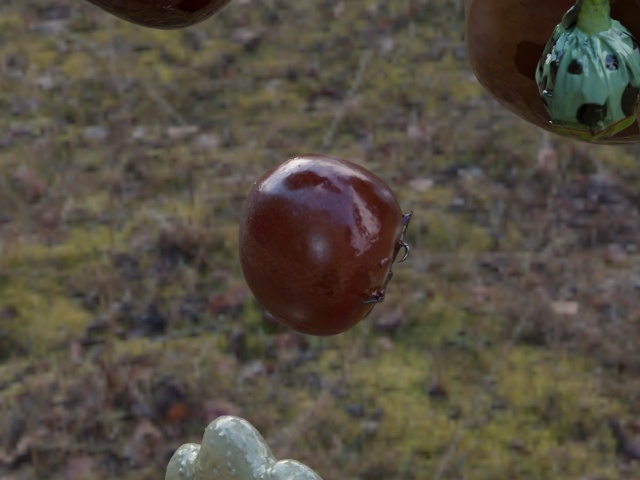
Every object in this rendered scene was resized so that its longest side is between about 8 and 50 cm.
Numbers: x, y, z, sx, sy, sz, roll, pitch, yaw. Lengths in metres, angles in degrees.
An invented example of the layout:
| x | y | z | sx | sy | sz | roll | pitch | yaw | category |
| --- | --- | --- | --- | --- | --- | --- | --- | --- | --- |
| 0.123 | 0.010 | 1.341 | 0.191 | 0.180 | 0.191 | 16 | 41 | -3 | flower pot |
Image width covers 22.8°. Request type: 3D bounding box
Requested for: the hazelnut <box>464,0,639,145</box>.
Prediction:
| x | y | z | sx | sy | sz | roll | pitch | yaw | category |
| --- | --- | --- | --- | --- | --- | --- | --- | --- | --- |
| 0.300 | -0.249 | 1.443 | 0.372 | 0.315 | 0.372 | -20 | 41 | 19 | hazelnut |

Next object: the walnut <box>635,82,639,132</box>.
| x | y | z | sx | sy | sz | roll | pitch | yaw | category |
| --- | --- | --- | --- | --- | --- | --- | --- | --- | --- |
| 0.247 | -0.101 | 0.750 | 0.221 | 0.269 | 0.244 | -1 | 32 | -37 | walnut |

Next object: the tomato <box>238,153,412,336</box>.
| x | y | z | sx | sy | sz | roll | pitch | yaw | category |
| --- | --- | --- | --- | --- | --- | --- | --- | --- | --- |
| 0.000 | 0.000 | 1.416 | 0.167 | 0.167 | 0.167 | -3 | 27 | 1 | tomato |

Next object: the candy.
| x | y | z | sx | sy | sz | roll | pitch | yaw | category |
| --- | --- | --- | --- | --- | --- | --- | --- | --- | --- |
| 0.195 | -0.197 | 1.131 | 0.083 | 0.305 | 0.091 | 9 | 47 | 16 | candy |

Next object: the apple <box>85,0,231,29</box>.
| x | y | z | sx | sy | sz | roll | pitch | yaw | category |
| --- | --- | --- | --- | --- | --- | --- | --- | --- | --- |
| -0.141 | -0.290 | 1.333 | 0.218 | 0.201 | 0.218 | 24 | 24 | -11 | apple |

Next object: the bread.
| x | y | z | sx | sy | sz | roll | pitch | yaw | category |
| --- | --- | --- | --- | --- | --- | --- | --- | --- | --- |
| -0.031 | 0.247 | 1.158 | 0.039 | 0.251 | 0.182 | -19 | -10 | -38 | bread |
